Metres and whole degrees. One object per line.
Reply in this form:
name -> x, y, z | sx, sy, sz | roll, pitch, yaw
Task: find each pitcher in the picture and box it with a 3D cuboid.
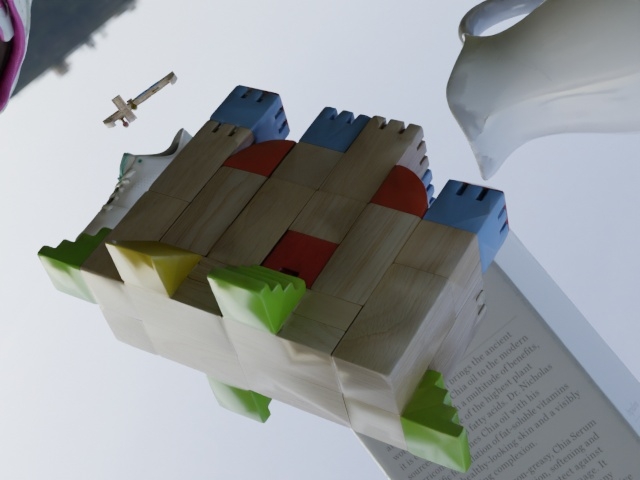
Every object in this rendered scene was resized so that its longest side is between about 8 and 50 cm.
pitcher -> 0.190, -0.140, 0.771 | 0.207, 0.125, 0.177 | -19, -141, 17

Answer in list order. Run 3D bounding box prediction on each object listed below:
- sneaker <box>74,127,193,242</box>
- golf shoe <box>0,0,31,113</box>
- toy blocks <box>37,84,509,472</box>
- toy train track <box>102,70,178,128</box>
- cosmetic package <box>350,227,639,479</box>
sneaker -> -0.241, -0.065, 1.491 | 0.212, 0.094, 0.080 | -37, -157, -15
golf shoe -> -0.289, -0.246, 1.007 | 0.115, 0.306, 0.140 | -1, -159, -23
toy blocks -> 0.000, 0.000, 0.960 | 0.381, 0.190, 0.261 | 17, -126, 28
toy train track -> -0.171, -0.133, 1.113 | 0.083, 0.048, 0.014 | -37, -115, -3
cosmetic package -> 0.210, 0.208, 1.146 | 0.230, 0.453, 0.161 | -42, 167, 20
